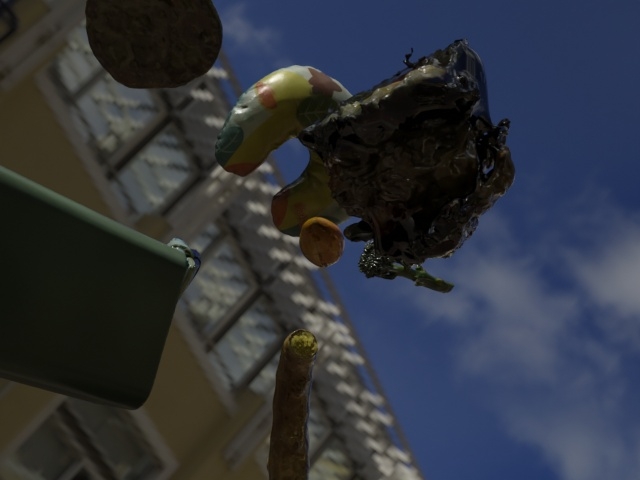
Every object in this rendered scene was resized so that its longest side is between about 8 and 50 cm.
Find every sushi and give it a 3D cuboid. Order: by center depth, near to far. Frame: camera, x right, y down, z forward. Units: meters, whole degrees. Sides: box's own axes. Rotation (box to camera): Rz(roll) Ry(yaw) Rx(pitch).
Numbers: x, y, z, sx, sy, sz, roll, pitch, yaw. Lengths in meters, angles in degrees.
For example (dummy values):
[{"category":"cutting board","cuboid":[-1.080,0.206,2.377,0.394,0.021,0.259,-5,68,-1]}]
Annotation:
[{"category":"sushi","cuboid":[0.114,-0.089,1.550,0.219,0.225,0.238,62,-2,2]}]

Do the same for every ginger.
[{"category":"ginger","cuboid":[-0.043,0.270,2.164,0.118,0.065,0.299,-131,-136,-58]}]

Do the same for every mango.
[{"category":"mango","cuboid":[0.000,0.000,1.744,0.060,0.046,0.089,2,-30,16]}]

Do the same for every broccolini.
[{"category":"broccolini","cuboid":[0.146,0.063,2.374,0.216,0.058,0.067,24,14,-44]}]

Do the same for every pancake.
[{"category":"pancake","cuboid":[-0.268,-0.342,2.213,0.222,0.042,0.236,45,-58,-13]}]

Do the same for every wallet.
[{"category":"wallet","cuboid":[-0.278,0.086,2.444,0.075,0.176,0.250,31,1,-6]}]

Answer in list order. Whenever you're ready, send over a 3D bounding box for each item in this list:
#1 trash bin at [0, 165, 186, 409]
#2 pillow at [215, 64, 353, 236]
[{"category":"trash bin","cuboid":[-0.339,0.052,1.573,0.343,0.223,0.158,25,-15,-35]},{"category":"pillow","cuboid":[-0.023,-0.123,1.907,0.233,0.214,0.086,51,-18,-22]}]
